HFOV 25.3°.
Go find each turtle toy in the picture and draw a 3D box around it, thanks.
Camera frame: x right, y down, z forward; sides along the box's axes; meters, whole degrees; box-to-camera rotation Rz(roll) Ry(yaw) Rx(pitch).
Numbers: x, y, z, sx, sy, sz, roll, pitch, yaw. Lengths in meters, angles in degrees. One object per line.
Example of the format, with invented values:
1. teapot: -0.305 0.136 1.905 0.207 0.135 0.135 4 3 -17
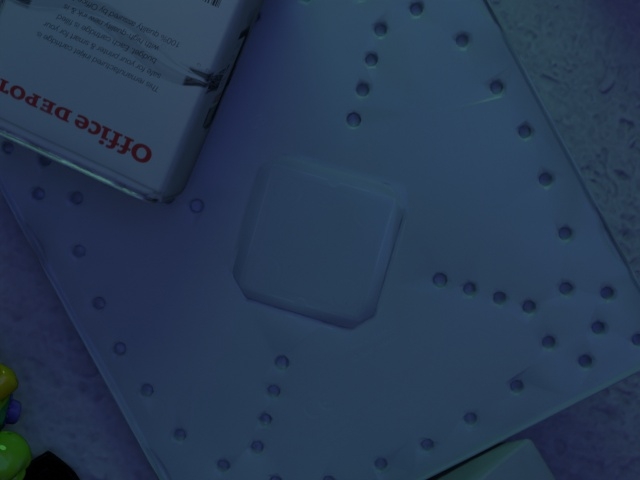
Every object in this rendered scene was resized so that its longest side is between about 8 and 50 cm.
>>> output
1. turtle toy: -0.262 0.132 1.066 0.095 0.066 0.130 -38 51 -8

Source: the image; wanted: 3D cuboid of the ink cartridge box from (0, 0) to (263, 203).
1. ink cartridge box: -0.133 -0.156 1.003 0.158 0.092 0.218 25 101 4

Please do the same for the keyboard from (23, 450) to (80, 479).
1. keyboard: -0.277 0.222 1.097 0.192 0.038 0.100 -32 115 -10

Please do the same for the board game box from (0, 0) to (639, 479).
1. board game box: 0.000 0.000 1.082 0.390 0.050 0.390 -28 91 8

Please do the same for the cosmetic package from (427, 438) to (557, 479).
1. cosmetic package: 0.039 0.333 1.022 0.385 0.156 0.217 -30 91 -26
